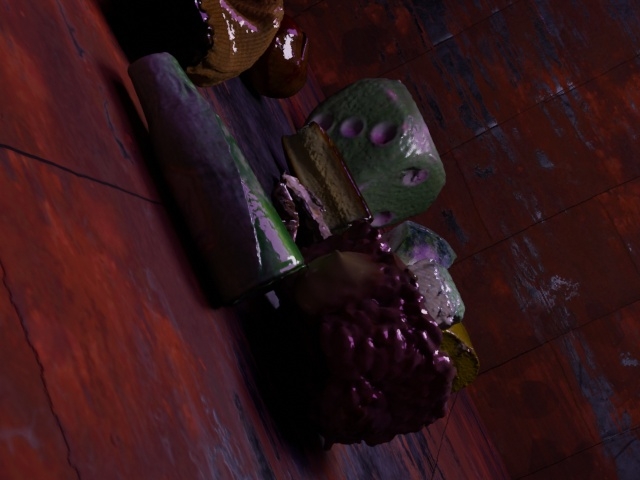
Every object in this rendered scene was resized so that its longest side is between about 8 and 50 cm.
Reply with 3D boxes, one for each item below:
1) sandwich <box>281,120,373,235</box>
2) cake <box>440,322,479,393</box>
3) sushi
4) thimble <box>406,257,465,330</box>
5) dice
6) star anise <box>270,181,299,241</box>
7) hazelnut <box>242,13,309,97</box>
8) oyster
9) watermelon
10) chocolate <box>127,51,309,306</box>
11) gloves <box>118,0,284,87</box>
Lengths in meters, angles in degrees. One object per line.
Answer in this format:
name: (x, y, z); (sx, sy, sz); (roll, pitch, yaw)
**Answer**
sandwich: (0.010, -0.122, 1.513); (0.128, 0.122, 0.235); (79, -13, -83)
cake: (0.286, 0.267, 1.825); (0.260, 0.179, 0.156); (57, 10, -37)
sushi: (0.037, 0.106, 0.872); (0.270, 0.171, 0.236); (-115, -171, -46)
thimble: (0.193, 0.140, 1.554); (0.150, 0.219, 0.219); (68, 10, 14)
dice: (0.155, -0.244, 2.054); (0.318, 0.330, 0.322); (45, 22, -57)
star anise: (-0.064, -0.036, 1.155); (0.129, 0.056, 0.124); (-107, -168, -64)
hazelnut: (-0.111, -0.408, 1.623); (0.204, 0.178, 0.178); (57, 10, -61)
oyster: (0.001, 0.001, 1.338); (0.345, 0.079, 0.128); (60, 7, 32)
watermelon: (0.222, 0.083, 1.978); (0.232, 0.310, 0.193); (12, -38, 50)
chocolate: (-0.125, -0.073, 0.797); (0.291, 0.110, 0.110); (61, 9, 6)
gloves: (-0.173, -0.324, 1.029); (0.203, 0.155, 0.356); (55, 26, -10)
